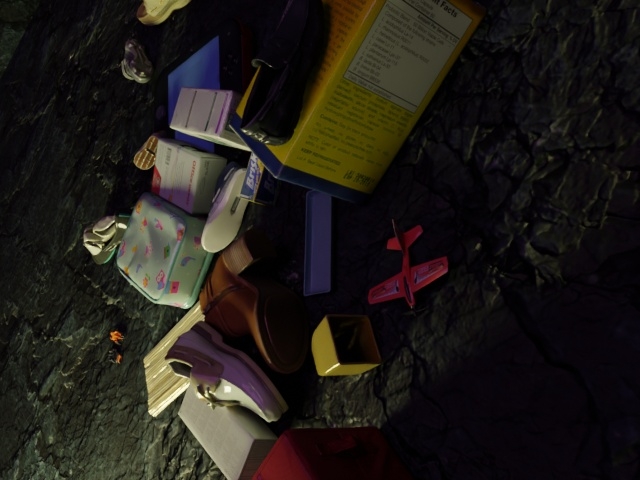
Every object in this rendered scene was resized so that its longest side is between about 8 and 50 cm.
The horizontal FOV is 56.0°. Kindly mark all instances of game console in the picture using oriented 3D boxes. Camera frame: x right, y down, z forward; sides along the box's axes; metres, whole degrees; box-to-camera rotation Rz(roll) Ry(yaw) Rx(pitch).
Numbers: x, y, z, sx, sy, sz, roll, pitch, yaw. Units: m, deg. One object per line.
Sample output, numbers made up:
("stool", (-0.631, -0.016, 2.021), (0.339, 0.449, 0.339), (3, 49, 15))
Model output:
("game console", (-0.291, -0.309, 1.432), (0.387, 0.060, 0.341), (-17, 66, 45))

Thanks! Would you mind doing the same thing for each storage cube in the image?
("storage cube", (0.021, 0.381, 0.788), (0.214, 0.184, 0.193), (-58, 44, 18))

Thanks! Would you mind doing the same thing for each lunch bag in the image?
("lunch bag", (-0.353, 0.022, 1.367), (0.279, 0.108, 0.223), (28, 101, 49))

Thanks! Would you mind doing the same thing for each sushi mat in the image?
("sushi mat", (-0.298, 0.245, 1.308), (0.316, 0.019, 0.151), (-43, 49, 32))

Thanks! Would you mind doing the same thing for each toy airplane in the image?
("toy airplane", (0.126, 0.040, 0.888), (0.151, 0.028, 0.151), (-17, 66, 43))

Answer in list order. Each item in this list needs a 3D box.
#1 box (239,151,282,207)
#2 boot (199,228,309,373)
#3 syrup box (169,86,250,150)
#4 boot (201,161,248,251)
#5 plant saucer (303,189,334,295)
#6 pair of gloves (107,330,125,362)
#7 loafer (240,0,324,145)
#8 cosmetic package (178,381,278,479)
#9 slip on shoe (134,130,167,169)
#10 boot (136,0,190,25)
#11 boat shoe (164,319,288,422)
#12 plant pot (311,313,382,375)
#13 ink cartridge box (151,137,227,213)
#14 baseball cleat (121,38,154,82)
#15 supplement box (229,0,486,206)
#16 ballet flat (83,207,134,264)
("box", (-0.102, -0.154, 1.179), (0.059, 0.054, 0.168), (18, 93, 49))
("boot", (-0.139, 0.146, 1.101), (0.220, 0.109, 0.283), (-47, 59, 39))
("syrup box", (-0.206, -0.247, 1.215), (0.237, 0.093, 0.096), (23, 96, 51))
("boot", (-0.200, -0.071, 1.264), (0.189, 0.069, 0.086), (-60, 36, 6))
("plant saucer", (0.000, 0.000, 1.049), (0.067, 0.018, 0.191), (-15, 69, 45))
("pair of gloves", (-0.528, 0.275, 1.561), (0.074, 0.010, 0.083), (-2, 80, 46))
("loafer", (-0.054, -0.244, 0.836), (0.076, 0.078, 0.223), (19, 94, 48))
("cosmetic package", (-0.176, 0.341, 1.111), (0.239, 0.061, 0.098), (30, 99, 48))
("slip on shoe", (-0.421, -0.226, 1.500), (0.135, 0.051, 0.041), (-43, 16, 44))
("boot", (-0.493, -0.695, 1.656), (0.262, 0.204, 0.095), (-2, 77, 46))
("boat shoe", (-0.173, 0.248, 1.067), (0.103, 0.113, 0.302), (-38, 34, -24))
("plant pot", (0.030, 0.168, 0.923), (0.083, 0.081, 0.081), (-46, 48, 43))
("ink cartridge box", (-0.292, -0.143, 1.331), (0.175, 0.072, 0.127), (27, 110, 40))
("baseball cleat", (-0.538, -0.501, 1.769), (0.109, 0.072, 0.205), (-60, 37, 38))
("supplement box", (0.047, -0.265, 0.940), (0.356, 0.194, 0.195), (-58, 44, 18))
("ballet flat", (-0.585, -0.019, 1.645), (0.280, 0.096, 0.095), (-33, 56, 38))
